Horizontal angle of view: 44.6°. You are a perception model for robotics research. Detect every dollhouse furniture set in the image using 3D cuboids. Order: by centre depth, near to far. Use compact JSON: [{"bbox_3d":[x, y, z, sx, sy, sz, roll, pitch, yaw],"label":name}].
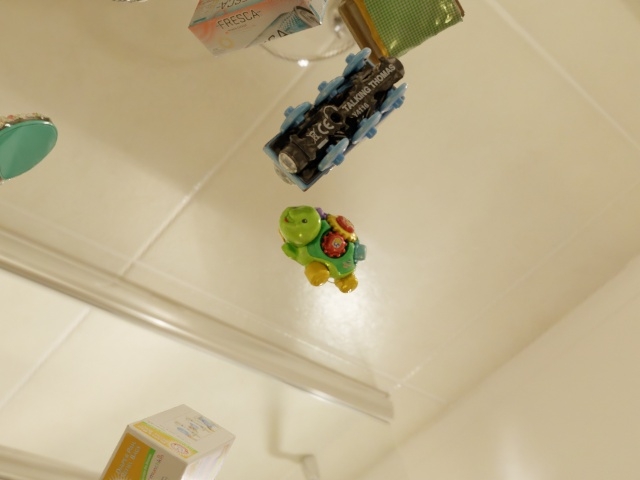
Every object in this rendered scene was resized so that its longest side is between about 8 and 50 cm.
[{"bbox_3d":[0.101,-0.464,1.383,0.198,0.301,0.151,-28,-165,20],"label":"dollhouse furniture set"}]

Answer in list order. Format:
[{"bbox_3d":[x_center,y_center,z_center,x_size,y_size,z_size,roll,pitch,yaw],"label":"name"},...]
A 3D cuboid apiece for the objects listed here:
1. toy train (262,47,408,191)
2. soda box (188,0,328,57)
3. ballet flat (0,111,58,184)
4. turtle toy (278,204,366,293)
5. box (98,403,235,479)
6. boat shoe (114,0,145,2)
[{"bbox_3d":[0.018,-0.124,0.823,0.184,0.080,0.105,-45,178,-24],"label":"toy train"},{"bbox_3d":[-0.082,-0.299,1.020,0.183,0.063,0.058,-7,-125,34],"label":"soda box"},{"bbox_3d":[-0.413,-0.095,0.923,0.241,0.077,0.091,-55,162,-51],"label":"ballet flat"},{"bbox_3d":[0.000,0.000,0.854,0.066,0.130,0.095,-50,-129,20],"label":"turtle toy"},{"bbox_3d":[-0.221,0.324,1.134,0.103,0.203,0.114,28,-88,13],"label":"box"},{"bbox_3d":[-0.378,-0.590,1.422,0.109,0.091,0.304,1,-72,30],"label":"boat shoe"}]
